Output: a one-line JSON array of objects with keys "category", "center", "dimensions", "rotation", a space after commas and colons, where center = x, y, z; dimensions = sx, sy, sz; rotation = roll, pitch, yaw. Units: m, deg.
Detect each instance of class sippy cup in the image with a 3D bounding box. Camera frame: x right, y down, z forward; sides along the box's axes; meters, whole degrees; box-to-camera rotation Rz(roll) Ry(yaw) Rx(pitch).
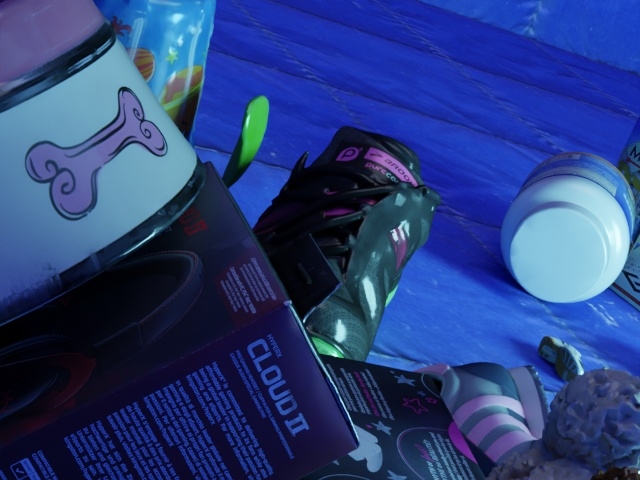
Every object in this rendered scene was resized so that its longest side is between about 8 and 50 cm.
[{"category": "sippy cup", "center": [-0.211, -0.176, 1.744], "dimensions": [0.305, 0.224, 0.240], "rotation": [10, 27, -21]}]

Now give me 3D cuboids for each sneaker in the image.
[{"category": "sneaker", "center": [0.263, 0.125, 1.844], "dimensions": [0.037, 0.032, 0.083], "rotation": [15, 19, -26]}, {"category": "sneaker", "center": [0.123, 0.188, 1.382], "dimensions": [0.131, 0.112, 0.319], "rotation": [5, 16, -4]}, {"category": "sneaker", "center": [0.000, 0.000, 1.579], "dimensions": [0.185, 0.202, 0.483], "rotation": [23, 16, 0]}]

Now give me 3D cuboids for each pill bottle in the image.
[{"category": "pill bottle", "center": [0.297, -0.011, 2.100], "dimensions": [0.152, 0.152, 0.272], "rotation": [25, 17, 6]}]

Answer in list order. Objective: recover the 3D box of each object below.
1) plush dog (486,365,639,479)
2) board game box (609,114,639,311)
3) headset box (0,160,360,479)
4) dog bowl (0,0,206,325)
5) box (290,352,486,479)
[{"category": "plush dog", "center": [0.155, 0.235, 1.106], "dimensions": [0.210, 0.262, 0.225], "rotation": [-13, 12, -4]}, {"category": "board game box", "center": [0.463, 0.006, 2.165], "dimensions": [0.046, 0.214, 0.317], "rotation": [10, 21, -38]}, {"category": "headset box", "center": [-0.124, 0.082, 1.024], "dimensions": [0.110, 0.293, 0.218], "rotation": [65, -3, -28]}, {"category": "dog bowl", "center": [-0.283, -0.041, 1.037], "dimensions": [0.408, 0.150, 0.408], "rotation": [-17, 15, 5]}, {"category": "box", "center": [0.007, 0.191, 1.070], "dimensions": [0.142, 0.163, 0.247], "rotation": [14, 19, -16]}]
